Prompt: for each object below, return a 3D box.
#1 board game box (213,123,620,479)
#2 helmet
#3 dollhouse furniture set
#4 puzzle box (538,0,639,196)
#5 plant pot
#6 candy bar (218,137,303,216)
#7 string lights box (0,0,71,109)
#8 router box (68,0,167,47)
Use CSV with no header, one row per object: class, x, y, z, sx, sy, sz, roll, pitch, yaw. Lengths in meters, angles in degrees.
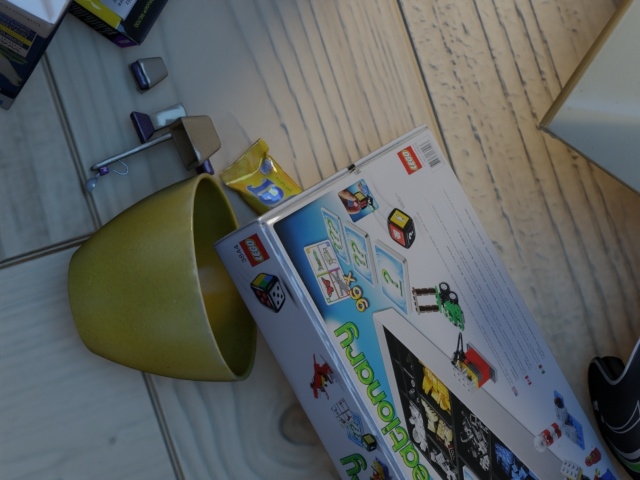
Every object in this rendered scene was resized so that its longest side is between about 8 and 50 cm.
board game box,0.075,0.093,1.207,0.193,0.053,0.305,-31,93,-47
helmet,0.272,0.109,1.246,0.169,0.161,0.169,2,84,-15
dollhouse furniture set,-0.119,-0.070,1.188,0.081,0.114,0.091,-23,93,-11
puzzle box,0.364,-0.163,1.171,0.272,0.052,0.409,35,94,-4
plant pot,-0.105,0.032,1.183,0.095,0.134,0.134,-11,87,11
candy bar,0.000,0.000,1.260,0.161,0.018,0.040,46,76,-6
string lights box,-0.212,-0.162,1.094,0.133,0.259,0.077,29,77,-10
router box,-0.134,-0.237,1.221,0.133,0.046,0.179,33,79,-22
